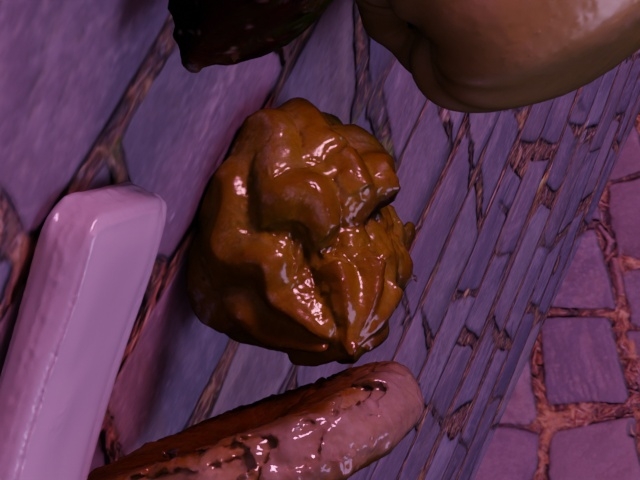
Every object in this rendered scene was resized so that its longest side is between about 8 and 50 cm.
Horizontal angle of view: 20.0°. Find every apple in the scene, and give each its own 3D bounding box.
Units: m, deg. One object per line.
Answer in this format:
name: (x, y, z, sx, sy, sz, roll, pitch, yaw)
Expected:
apple: (0.105, -0.167, 0.974, 0.200, 0.200, 0.200, 22, 90, -77)

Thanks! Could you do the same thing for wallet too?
wallet: (-0.115, 0.067, 0.792, 0.190, 0.033, 0.095, -71, 165, 11)

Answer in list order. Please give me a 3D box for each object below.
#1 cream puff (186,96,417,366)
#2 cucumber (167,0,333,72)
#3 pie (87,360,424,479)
cream puff: (0.000, 0.000, 0.967, 0.146, 0.116, 0.146, -56, 160, -32)
cucumber: (0.027, -0.225, 0.777, 0.359, 0.096, 0.096, -60, 165, -19)
pie: (-0.042, 0.109, 0.898, 0.046, 0.195, 0.195, 68, 18, 0)
